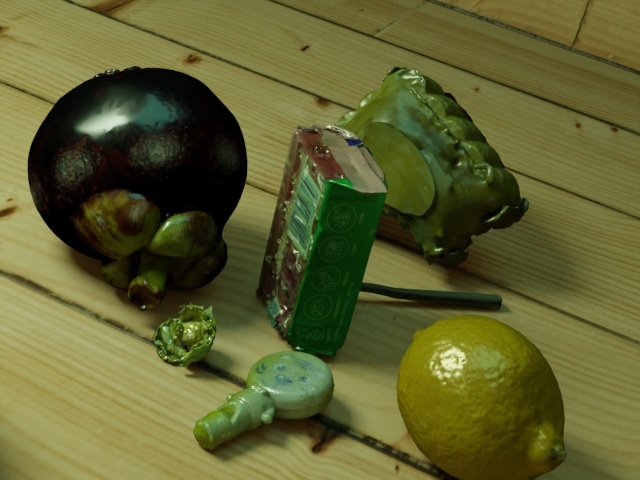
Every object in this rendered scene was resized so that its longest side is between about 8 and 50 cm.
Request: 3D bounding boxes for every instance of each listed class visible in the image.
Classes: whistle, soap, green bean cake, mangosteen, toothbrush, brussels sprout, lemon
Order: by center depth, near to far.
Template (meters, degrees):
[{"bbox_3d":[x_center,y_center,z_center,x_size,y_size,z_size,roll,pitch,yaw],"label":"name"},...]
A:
[{"bbox_3d":[0.184,0.185,1.231,0.187,0.187,0.244,-11,42,-39],"label":"lemon"},{"bbox_3d":[-0.066,0.191,1.240,0.104,0.057,0.198,22,34,35],"label":"whistle"},{"bbox_3d":[-0.166,0.120,1.312,0.085,0.058,0.085,-1,59,2],"label":"brussels sprout"},{"bbox_3d":[-0.002,0.000,1.375,0.098,0.273,0.218,3,30,-18],"label":"soap"},{"bbox_3d":[-0.228,-0.081,1.428,0.313,0.297,0.297,49,30,-5],"label":"mangosteen"},{"bbox_3d":[0.138,0.081,1.557,0.297,0.030,0.030,5,15,-22],"label":"toothbrush"},{"bbox_3d":[0.125,-0.088,1.657,0.310,0.285,0.202,52,15,16],"label":"green bean cake"}]
